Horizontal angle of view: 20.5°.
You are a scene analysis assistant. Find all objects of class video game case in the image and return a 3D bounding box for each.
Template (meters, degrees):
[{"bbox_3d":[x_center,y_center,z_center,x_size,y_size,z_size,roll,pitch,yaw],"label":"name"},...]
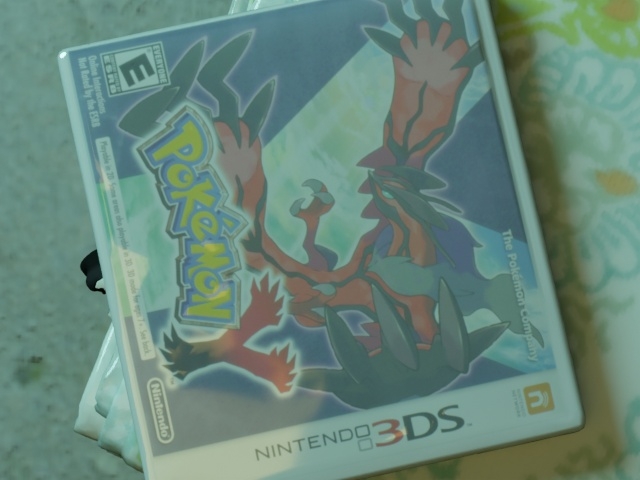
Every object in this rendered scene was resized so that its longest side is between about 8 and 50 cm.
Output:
[{"bbox_3d":[0.000,0.000,0.737,0.183,0.023,0.201,-12,85,-4],"label":"video game case"}]

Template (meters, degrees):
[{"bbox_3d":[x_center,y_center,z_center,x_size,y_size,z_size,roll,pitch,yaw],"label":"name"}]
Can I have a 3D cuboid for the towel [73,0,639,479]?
[{"bbox_3d":[0.111,0.007,0.799,0.374,0.090,0.320,21,84,0],"label":"towel"}]

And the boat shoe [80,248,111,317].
[{"bbox_3d":[0.059,0.057,0.879,0.340,0.127,0.158,36,91,-4],"label":"boat shoe"}]
